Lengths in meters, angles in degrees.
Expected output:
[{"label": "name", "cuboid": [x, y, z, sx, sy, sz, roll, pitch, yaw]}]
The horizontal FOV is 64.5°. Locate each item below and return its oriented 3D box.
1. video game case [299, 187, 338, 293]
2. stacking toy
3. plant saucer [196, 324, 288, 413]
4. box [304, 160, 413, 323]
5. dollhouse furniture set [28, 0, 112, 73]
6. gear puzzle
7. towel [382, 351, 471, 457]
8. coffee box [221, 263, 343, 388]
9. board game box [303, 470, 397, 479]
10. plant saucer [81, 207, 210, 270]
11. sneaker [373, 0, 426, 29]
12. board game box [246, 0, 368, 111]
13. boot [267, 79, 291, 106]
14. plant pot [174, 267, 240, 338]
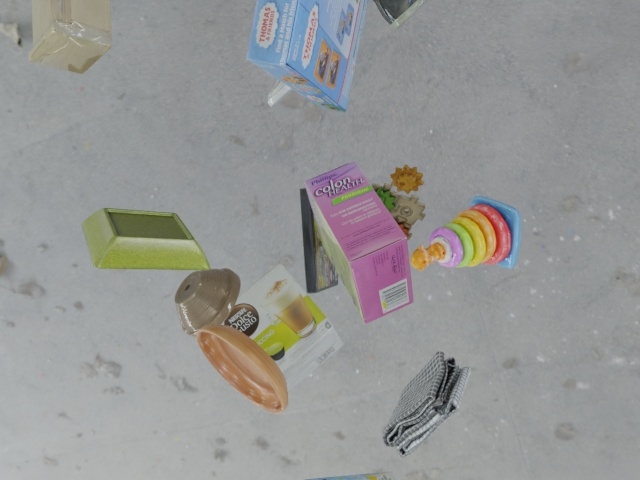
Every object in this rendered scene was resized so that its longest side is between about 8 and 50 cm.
[{"label": "video game case", "cuboid": [0.000, 0.000, 1.427, 0.035, 0.248, 0.275, -4, 89, 15]}, {"label": "stacking toy", "cuboid": [0.341, 0.012, 1.274, 0.301, 0.165, 0.175, -19, 118, -26]}, {"label": "plant saucer", "cuboid": [-0.128, 0.214, 0.865, 0.199, 0.037, 0.200, 29, 146, 22]}, {"label": "box", "cuboid": [0.080, 0.004, 1.037, 0.117, 0.243, 0.214, -24, 139, -6]}, {"label": "dollhouse furniture set", "cuboid": [-0.123, -0.196, 0.209, 0.160, 0.101, 0.182, -12, 81, 44]}, {"label": "gear puzzle", "cuboid": [0.186, -0.063, 1.369, 0.175, 0.044, 0.339, 22, 132, -6]}, {"label": "towel", "cuboid": [0.321, 0.498, 1.564, 0.121, 0.235, 0.284, 39, 121, 9]}, {"label": "coffee box", "cuboid": [-0.154, 0.358, 1.983, 0.337, 0.338, 0.334, -39, 67, -7]}, {"label": "board game box", "cuboid": [0.048, 0.291, 0.483, 0.103, 0.154, 0.026, 2, 109, -16]}, {"label": "plant saucer", "cuboid": [-0.303, -0.009, 0.883, 0.188, 0.188, 0.045, 3, 112, -32]}, {"label": "sneaker", "cuboid": [0.189, -0.536, 0.988, 0.222, 0.083, 0.118, -46, 105, 2]}, {"label": "board game box", "cuboid": [0.002, -0.219, 0.472, 0.039, 0.211, 0.160, 13, 98, 13]}, {"label": "boot", "cuboid": [-0.097, -0.540, 1.557, 0.258, 0.095, 0.123, -41, 98, 16]}, {"label": "plant pot", "cuboid": [-0.362, 0.169, 1.542, 0.237, 0.237, 0.109, -34, 125, 21]}]
